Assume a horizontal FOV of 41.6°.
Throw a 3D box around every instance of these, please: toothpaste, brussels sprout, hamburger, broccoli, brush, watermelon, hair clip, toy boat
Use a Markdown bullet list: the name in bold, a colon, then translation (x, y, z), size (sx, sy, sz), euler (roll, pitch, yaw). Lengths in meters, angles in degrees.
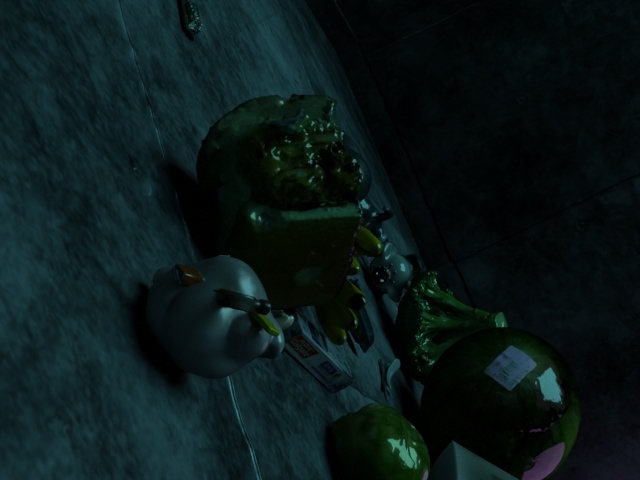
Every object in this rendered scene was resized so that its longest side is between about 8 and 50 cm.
- **toothpaste**: translation (-0.007, 0.156, 1.182), size (0.196, 0.040, 0.047), euler (51, 13, -53)
- **brussels sprout**: translation (0.086, 0.290, 1.123), size (0.155, 0.117, 0.155), euler (51, 26, -36)
- **hamburger**: translation (-0.056, -0.043, 1.037), size (0.288, 0.192, 0.168), euler (105, -19, -52)
- **broccoli**: translation (0.296, 0.211, 1.954), size (0.254, 0.269, 0.269), euler (42, 25, -48)
- **brush**: translation (-0.224, -0.406, 1.423), size (0.034, 0.027, 0.190), euler (56, 13, -47)
- **watermelon**: translation (0.371, 0.354, 1.752), size (0.363, 0.363, 0.363), euler (61, 11, -21)
- **hair clip**: translation (0.136, 0.264, 1.639), size (0.030, 0.039, 0.115), euler (56, 15, -18)
- **toy boat**: translation (0.061, 0.139, 1.506), size (0.055, 0.060, 0.141), euler (-81, 151, -71)

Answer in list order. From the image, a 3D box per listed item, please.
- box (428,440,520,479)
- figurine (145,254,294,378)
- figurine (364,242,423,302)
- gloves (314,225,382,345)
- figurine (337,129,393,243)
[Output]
- **box**: translation (0.320, 0.503, 1.517), size (0.251, 0.106, 0.203), euler (30, 16, -1)
- **figurine**: translation (-0.094, 0.069, 0.791), size (0.137, 0.112, 0.229), euler (38, 2, 6)
- **figurine**: translation (0.176, 0.078, 2.032), size (0.192, 0.126, 0.147), euler (-1, 75, -61)
- **gloves**: translation (0.026, 0.048, 1.243), size (0.294, 0.116, 0.133), euler (-114, -161, -68)
- **figurine**: translation (0.078, -0.090, 1.906), size (0.265, 0.140, 0.193), euler (48, 32, -13)
